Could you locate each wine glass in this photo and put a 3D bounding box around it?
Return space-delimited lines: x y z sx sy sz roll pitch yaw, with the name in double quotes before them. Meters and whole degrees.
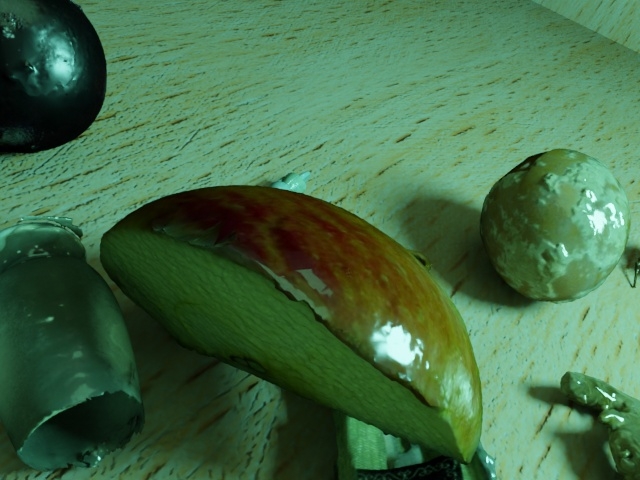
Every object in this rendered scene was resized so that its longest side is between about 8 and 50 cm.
"wine glass" -0.216 0.079 0.490 0.111 0.111 0.204 -9 45 -34

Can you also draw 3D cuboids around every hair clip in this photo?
"hair clip" 0.067 0.145 0.562 0.139 0.091 0.321 -10 42 3

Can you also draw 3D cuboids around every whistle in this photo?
"whistle" -0.043 -0.073 0.825 0.035 0.035 0.100 32 37 14

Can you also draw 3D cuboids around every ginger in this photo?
"ginger" 0.337 0.244 0.600 0.149 0.065 0.258 15 35 -12

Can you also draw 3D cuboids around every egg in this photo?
"egg" 0.310 -0.020 0.806 0.195 0.195 0.233 29 51 10

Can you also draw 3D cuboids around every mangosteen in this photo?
"mangosteen" -0.367 -0.211 0.727 0.212 0.211 0.250 3 10 -23

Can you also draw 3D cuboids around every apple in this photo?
"apple" -0.023 0.048 0.512 0.346 0.179 0.254 17 15 30

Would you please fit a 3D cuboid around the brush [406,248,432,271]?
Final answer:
"brush" 0.000 0.000 0.774 0.315 0.017 0.090 12 41 -12

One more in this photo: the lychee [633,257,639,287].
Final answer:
"lychee" 0.570 0.026 0.945 0.140 0.101 0.114 18 32 2
